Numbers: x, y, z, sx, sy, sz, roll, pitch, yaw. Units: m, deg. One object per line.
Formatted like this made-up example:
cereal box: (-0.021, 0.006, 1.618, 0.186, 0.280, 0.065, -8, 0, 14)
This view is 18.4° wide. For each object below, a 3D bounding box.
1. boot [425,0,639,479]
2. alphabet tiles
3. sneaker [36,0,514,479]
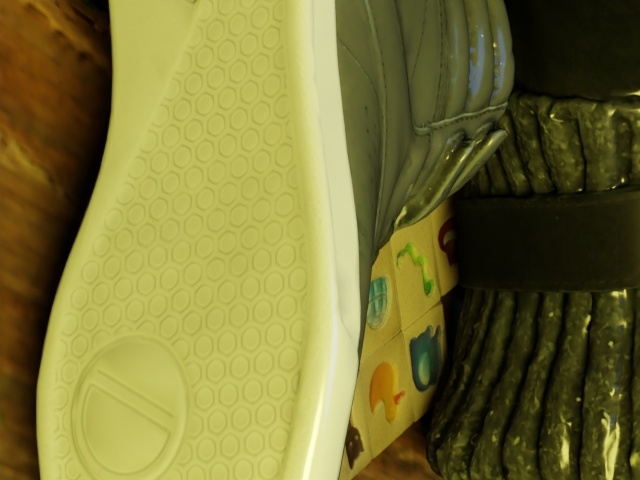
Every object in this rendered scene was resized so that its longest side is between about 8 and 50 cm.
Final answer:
boot: (0.124, -0.039, 0.679, 0.348, 0.131, 0.260, 123, -29, -79)
alphabet tiles: (0.003, -0.009, 0.732, 0.237, 0.009, 0.198, -34, 119, -57)
sneaker: (0.000, 0.000, 0.603, 0.147, 0.104, 0.296, 23, 66, -54)
